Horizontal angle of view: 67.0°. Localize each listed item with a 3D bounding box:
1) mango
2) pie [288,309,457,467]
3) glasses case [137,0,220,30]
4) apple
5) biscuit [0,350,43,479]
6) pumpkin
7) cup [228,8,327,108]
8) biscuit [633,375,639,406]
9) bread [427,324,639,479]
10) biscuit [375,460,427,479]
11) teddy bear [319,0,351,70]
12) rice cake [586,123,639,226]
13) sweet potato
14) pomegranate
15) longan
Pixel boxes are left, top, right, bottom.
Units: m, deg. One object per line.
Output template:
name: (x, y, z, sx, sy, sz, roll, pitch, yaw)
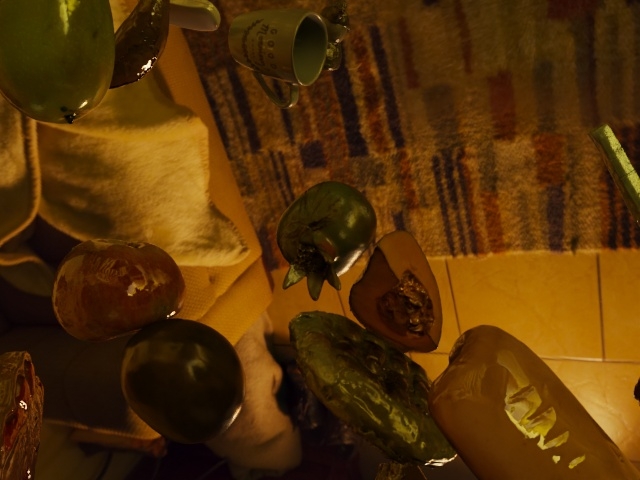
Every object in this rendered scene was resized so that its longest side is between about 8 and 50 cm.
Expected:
mango: (-0.368, -0.305, 0.644, 0.175, 0.143, 0.294, -2, 104, 6)
pie: (0.079, 0.198, 0.691, 0.306, 0.306, 0.071, 34, 100, 5)
glasses case: (-0.382, -0.623, 1.304, 0.233, 0.059, 0.092, 16, 162, 11)
apple: (-0.493, 0.108, 1.185, 0.308, 0.277, 0.250, -14, 83, -6)
biscuit: (-0.565, 0.385, 0.883, 0.074, 0.381, 0.359, 5, 113, -19)
pumpkin: (0.124, 0.085, 0.917, 0.162, 0.111, 0.279, -6, 128, 40)
cup: (-0.126, -0.504, 1.343, 0.233, 0.186, 0.258, 17, 117, 25)
biscuit: (0.574, 0.117, 0.649, 0.070, 0.393, 0.351, 55, 141, 40)
bread: (0.219, 0.209, 0.412, 0.305, 0.142, 0.091, 50, 127, 6)
biscuit: (0.170, 0.487, 0.802, 0.070, 0.106, 0.252, -33, 87, 25)
teddy bear: (0.031, -0.742, 1.756, 0.144, 0.171, 0.251, 24, 107, 20)
rice cake: (0.683, -0.149, 1.092, 0.045, 0.042, 0.246, -28, 89, 6)
sweet potato: (-0.375, -0.348, 0.885, 0.309, 0.098, 0.124, -29, 125, 6)
pomegranate: (0.000, 0.000, 0.692, 0.131, 0.191, 0.152, 35, 125, -6)
longan: (-0.310, 0.315, 1.095, 0.300, 0.243, 0.301, 20, 125, 32)
